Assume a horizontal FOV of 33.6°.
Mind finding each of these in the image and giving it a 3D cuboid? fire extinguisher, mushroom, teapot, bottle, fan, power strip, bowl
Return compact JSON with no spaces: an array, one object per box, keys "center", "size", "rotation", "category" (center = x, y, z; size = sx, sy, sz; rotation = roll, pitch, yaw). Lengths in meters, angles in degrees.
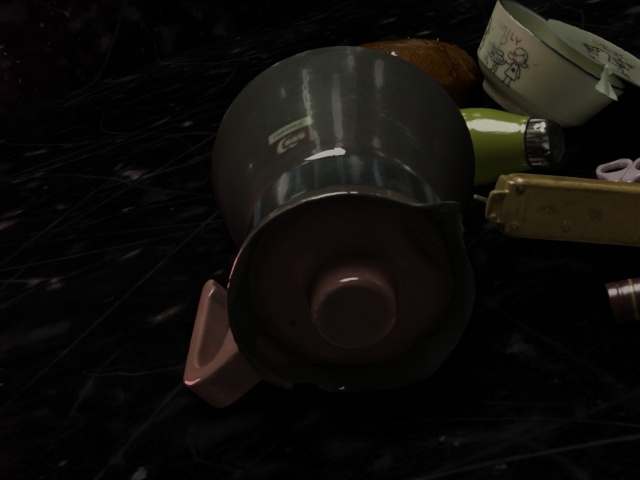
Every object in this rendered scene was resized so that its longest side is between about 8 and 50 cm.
[{"center":[0.358,0.048,1.021],"size":[0.158,0.043,0.064],"rotation":[-11,-21,14],"category":"fire extinguisher"},{"center":[0.116,-0.228,1.676],"size":[0.278,0.163,0.297],"rotation":[-20,-10,12],"category":"mushroom"},{"center":[0.000,0.000,1.133],"size":[0.376,0.305,0.362],"rotation":[-40,21,20],"category":"teapot"},{"center":[0.211,-0.130,1.489],"size":[0.260,0.112,0.112],"rotation":[-1,26,35],"category":"bottle"},{"center":[0.422,-0.255,1.561],"size":[0.233,0.012,0.414],"rotation":[30,25,8],"category":"fan"},{"center":[0.303,-0.030,1.096],"size":[0.305,0.064,0.044],"rotation":[4,16,-9],"category":"power strip"},{"center":[0.335,-0.252,1.613],"size":[0.126,0.237,0.238],"rotation":[-56,8,22],"category":"bowl"}]

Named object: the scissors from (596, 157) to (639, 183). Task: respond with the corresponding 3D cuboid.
[{"center":[0.375,-0.066,1.341],"size":[0.100,0.015,0.189],"rotation":[-2,27,38],"category":"scissors"}]
